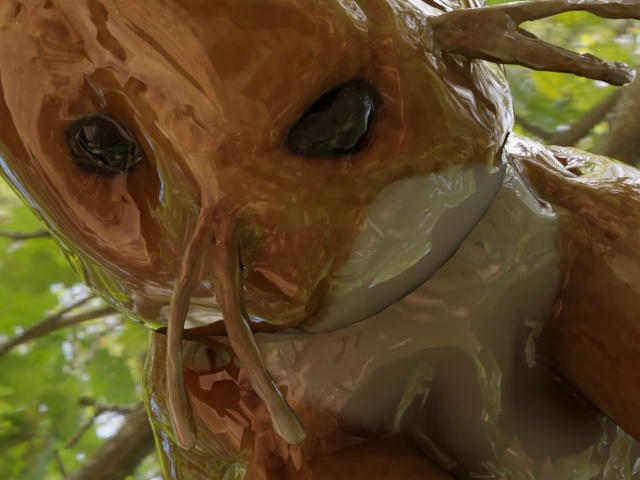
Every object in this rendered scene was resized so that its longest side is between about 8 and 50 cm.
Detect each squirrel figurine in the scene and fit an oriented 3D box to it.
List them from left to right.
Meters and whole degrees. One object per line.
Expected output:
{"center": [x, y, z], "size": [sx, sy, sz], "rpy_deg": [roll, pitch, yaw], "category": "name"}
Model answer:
{"center": [0.000, 0.000, 0.586], "size": [0.281, 0.370, 0.397], "rpy_deg": [-38, -147, 2], "category": "squirrel figurine"}
